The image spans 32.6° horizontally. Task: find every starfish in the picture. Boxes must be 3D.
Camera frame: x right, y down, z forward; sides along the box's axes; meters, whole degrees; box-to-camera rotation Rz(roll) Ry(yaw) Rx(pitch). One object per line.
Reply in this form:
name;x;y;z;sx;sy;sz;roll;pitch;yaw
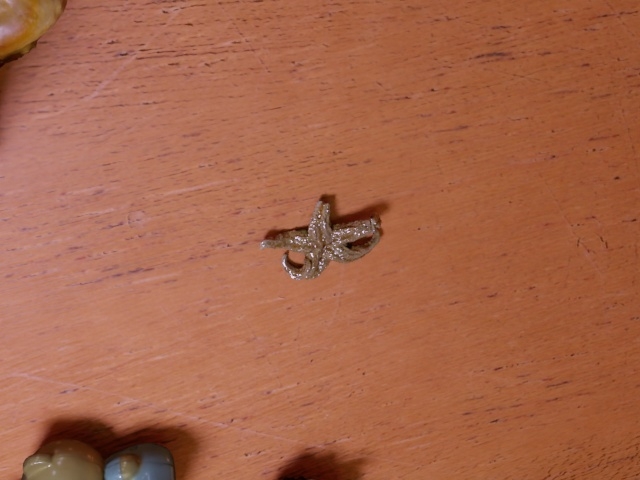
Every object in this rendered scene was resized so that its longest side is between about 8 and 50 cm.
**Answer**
starfish;0.002;0.004;1.834;0.209;0.053;0.150;0;112;-11

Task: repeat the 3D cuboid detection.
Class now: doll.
doll;-0.390;0.429;1.900;0.260;0.162;0.177;4;137;-17

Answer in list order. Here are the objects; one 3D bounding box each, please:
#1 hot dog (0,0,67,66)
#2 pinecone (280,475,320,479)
hot dog;-0.557;-0.337;1.454;0.405;0.185;0.223;21;107;-22
pinecone;-0.041;0.544;2.022;0.202;0.201;0.229;14;147;8
